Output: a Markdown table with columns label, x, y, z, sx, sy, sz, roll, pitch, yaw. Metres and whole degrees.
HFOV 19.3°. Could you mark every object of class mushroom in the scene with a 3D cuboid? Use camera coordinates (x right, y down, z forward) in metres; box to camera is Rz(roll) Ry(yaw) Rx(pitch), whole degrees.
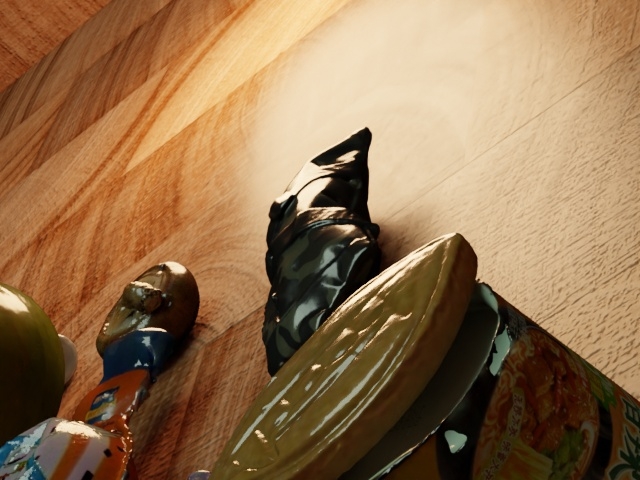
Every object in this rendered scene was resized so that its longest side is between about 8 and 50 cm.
| label | x | y | z | sx | sy | sz | roll | pitch | yaw |
| --- | --- | --- | --- | --- | --- | --- | --- | --- | --- |
| mushroom | -0.180 | 0.075 | 1.925 | 0.127 | 0.087 | 0.127 | -34 | 23 | 17 |

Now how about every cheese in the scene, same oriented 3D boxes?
| label | x | y | z | sx | sy | sz | roll | pitch | yaw |
| --- | --- | --- | --- | --- | --- | --- | --- | --- | --- |
| cheese | -0.223 | 0.211 | 1.676 | 0.217 | 0.129 | 0.329 | -24 | 28 | 43 |

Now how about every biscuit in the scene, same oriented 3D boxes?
| label | x | y | z | sx | sy | sz | roll | pitch | yaw |
| --- | --- | --- | --- | --- | --- | --- | --- | --- | --- |
| biscuit | 0.010 | 0.082 | 1.067 | 0.220 | 0.029 | 0.142 | -45 | 19 | 2 |

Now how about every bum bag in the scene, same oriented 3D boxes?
| label | x | y | z | sx | sy | sz | roll | pitch | yaw |
| --- | --- | --- | --- | --- | --- | --- | --- | --- | --- |
| bum bag | 0.000 | 0.000 | 1.707 | 0.144 | 0.095 | 0.340 | -54 | 14 | 22 |

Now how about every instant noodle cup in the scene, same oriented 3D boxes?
| label | x | y | z | sx | sy | sz | roll | pitch | yaw |
| --- | --- | --- | --- | --- | --- | --- | --- | --- | --- |
| instant noodle cup | 0.093 | 0.145 | 1.092 | 0.230 | 0.182 | 0.230 | -40 | 20 | 17 |

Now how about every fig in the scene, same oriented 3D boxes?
| label | x | y | z | sx | sy | sz | roll | pitch | yaw |
| --- | --- | --- | --- | --- | --- | --- | --- | --- | --- |
| fig | -0.421 | 0.183 | 1.946 | 0.316 | 0.316 | 0.316 | -39 | 20 | 17 |

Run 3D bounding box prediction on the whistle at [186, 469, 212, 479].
| label | x | y | z | sx | sy | sz | roll | pitch | yaw |
| --- | --- | --- | --- | --- | --- | --- | --- | --- | --- |
| whistle | -0.115 | 0.253 | 1.519 | 0.033 | 0.033 | 0.176 | -33 | 23 | 32 |

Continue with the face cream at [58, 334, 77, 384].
| label | x | y | z | sx | sy | sz | roll | pitch | yaw |
| --- | --- | --- | --- | --- | --- | --- | --- | --- | --- |
| face cream | -0.349 | 0.154 | 2.156 | 0.198 | 0.057 | 0.084 | -19 | 31 | 55 |
